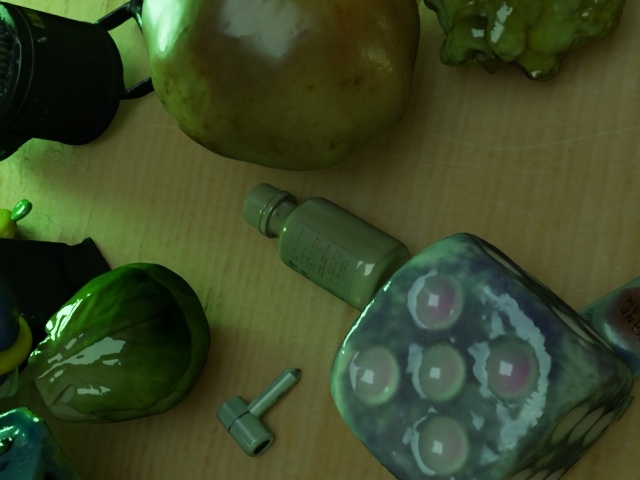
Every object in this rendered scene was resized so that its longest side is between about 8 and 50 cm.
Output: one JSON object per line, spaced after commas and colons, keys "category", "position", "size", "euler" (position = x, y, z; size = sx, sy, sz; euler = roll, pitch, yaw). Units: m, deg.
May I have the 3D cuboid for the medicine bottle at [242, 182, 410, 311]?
{"category": "medicine bottle", "position": [0.000, 0.000, 1.686], "size": [0.252, 0.114, 0.114], "euler": [31, 90, 26]}

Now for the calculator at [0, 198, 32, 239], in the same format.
{"category": "calculator", "position": [-0.554, 0.018, 1.921], "size": [0.235, 0.032, 0.146], "euler": [-47, 26, 3]}

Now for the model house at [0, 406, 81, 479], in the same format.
{"category": "model house", "position": [-0.412, 0.391, 1.641], "size": [0.215, 0.303, 0.237], "euler": [-24, 113, 4]}

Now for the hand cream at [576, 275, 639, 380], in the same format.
{"category": "hand cream", "position": [0.463, 0.068, 1.502], "size": [0.340, 0.077, 0.124], "euler": [-36, 66, 16]}

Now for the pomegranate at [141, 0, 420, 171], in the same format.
{"category": "pomegranate", "position": [-0.056, -0.285, 1.657], "size": [0.411, 0.411, 0.412], "euler": [-6, 74, 21]}

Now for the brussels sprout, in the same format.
{"category": "brussels sprout", "position": [-0.284, 0.157, 1.692], "size": [0.271, 0.210, 0.219], "euler": [-28, 72, -24]}

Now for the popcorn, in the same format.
{"category": "popcorn", "position": [0.273, -0.339, 1.612], "size": [0.286, 0.215, 0.252], "euler": [7, 111, 26]}

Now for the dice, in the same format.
{"category": "dice", "position": [0.198, 0.172, 1.461], "size": [0.271, 0.270, 0.270], "euler": [45, 101, 27]}

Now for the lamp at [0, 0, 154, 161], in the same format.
{"category": "lamp", "position": [-0.452, -0.268, 1.862], "size": [0.374, 0.272, 0.205], "euler": [-32, 68, 12]}

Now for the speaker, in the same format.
{"category": "speaker", "position": [-0.510, 0.160, 1.861], "size": [0.388, 0.184, 0.180], "euler": [-44, 62, 19]}

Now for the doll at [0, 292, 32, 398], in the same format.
{"category": "doll", "position": [-0.485, 0.156, 1.641], "size": [0.311, 0.159, 0.243], "euler": [-130, 38, -59]}

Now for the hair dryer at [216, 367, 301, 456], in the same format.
{"category": "hair dryer", "position": [-0.076, 0.236, 1.699], "size": [0.137, 0.047, 0.082], "euler": [-44, 65, -1]}
